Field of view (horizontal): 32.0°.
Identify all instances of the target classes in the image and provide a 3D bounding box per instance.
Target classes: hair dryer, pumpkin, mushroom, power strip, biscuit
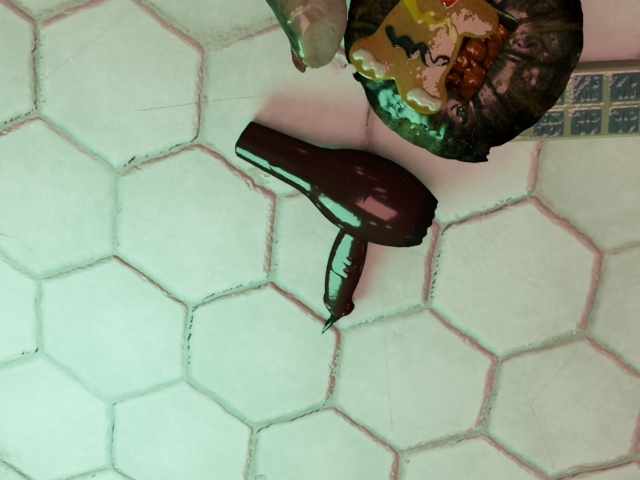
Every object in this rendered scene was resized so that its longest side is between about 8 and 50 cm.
[{"bbox_3d":[0.000,0.000,1.711,0.312,0.123,0.341,21,128,9],"label":"hair dryer"},{"bbox_3d":[0.184,-0.269,1.472,0.320,0.192,0.321,3,99,17],"label":"pumpkin"},{"bbox_3d":[-0.058,-0.395,1.468,0.109,0.097,0.351,-29,84,61],"label":"mushroom"},{"bbox_3d":[0.394,-0.198,1.578,0.367,0.043,0.106,-2,115,8],"label":"power strip"},{"bbox_3d":[0.138,-0.283,1.366,0.158,0.035,0.240,29,105,7],"label":"biscuit"}]
